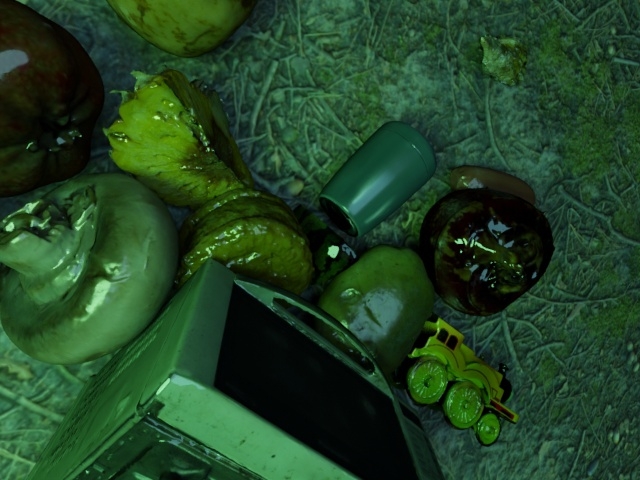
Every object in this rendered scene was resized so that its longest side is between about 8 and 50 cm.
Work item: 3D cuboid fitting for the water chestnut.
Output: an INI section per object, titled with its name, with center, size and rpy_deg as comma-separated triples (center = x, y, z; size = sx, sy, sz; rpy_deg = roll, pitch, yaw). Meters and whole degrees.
[water chestnut]
center = 0.283, 0.023, 0.727
size = 0.223, 0.238, 0.224
rpy_deg = -4, 106, -16

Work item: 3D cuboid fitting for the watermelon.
[watermelon]
center = 0.000, 0.000, 0.692
size = 0.094, 0.125, 0.136
rpy_deg = -6, 72, -51

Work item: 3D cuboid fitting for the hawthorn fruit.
[hawthorn fruit]
center = -0.370, -0.173, 0.461
size = 0.248, 0.208, 0.208
rpy_deg = 36, 77, 9

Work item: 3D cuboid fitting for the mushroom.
[mushroom]
center = -0.273, 0.023, 0.486
size = 0.227, 0.226, 0.178
rpy_deg = -58, 154, -11

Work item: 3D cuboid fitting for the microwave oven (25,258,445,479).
[microwave oven]
center = -0.078, 0.273, 0.503
size = 0.394, 0.247, 0.333
rpy_deg = 41, 109, -19

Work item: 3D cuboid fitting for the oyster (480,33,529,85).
[oyster]
center = 0.366, -0.371, 0.850
size = 0.146, 0.045, 0.122
rpy_deg = 41, 63, -20

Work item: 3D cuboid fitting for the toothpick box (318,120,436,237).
[toothpick box]
center = 0.088, -0.095, 0.693
size = 0.184, 0.120, 0.120
rpy_deg = -43, 108, -13

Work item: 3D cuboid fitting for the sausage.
[sausage]
center = 0.333, -0.100, 0.823
size = 0.193, 0.077, 0.077
rpy_deg = 9, 89, -22

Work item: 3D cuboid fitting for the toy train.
[toy train]
center = 0.251, 0.257, 0.788
size = 0.296, 0.100, 0.161
rpy_deg = 37, 76, -21

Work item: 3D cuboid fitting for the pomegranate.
[pomegranate]
center = -0.176, -0.347, 0.523
size = 0.215, 0.215, 0.216
rpy_deg = -1, 93, -23

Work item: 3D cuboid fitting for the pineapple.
[pineapple]
center = -0.195, -0.144, 0.577
size = 0.139, 0.250, 0.164
rpy_deg = -19, 66, 10

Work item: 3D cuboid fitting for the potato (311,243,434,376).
[potato]
center = 0.085, 0.122, 0.686
size = 0.228, 0.148, 0.197
rpy_deg = -31, 130, -25

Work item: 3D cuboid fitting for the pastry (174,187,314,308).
[pastry]
center = -0.106, 0.027, 0.594
size = 0.188, 0.103, 0.189
rpy_deg = -12, 126, -16
